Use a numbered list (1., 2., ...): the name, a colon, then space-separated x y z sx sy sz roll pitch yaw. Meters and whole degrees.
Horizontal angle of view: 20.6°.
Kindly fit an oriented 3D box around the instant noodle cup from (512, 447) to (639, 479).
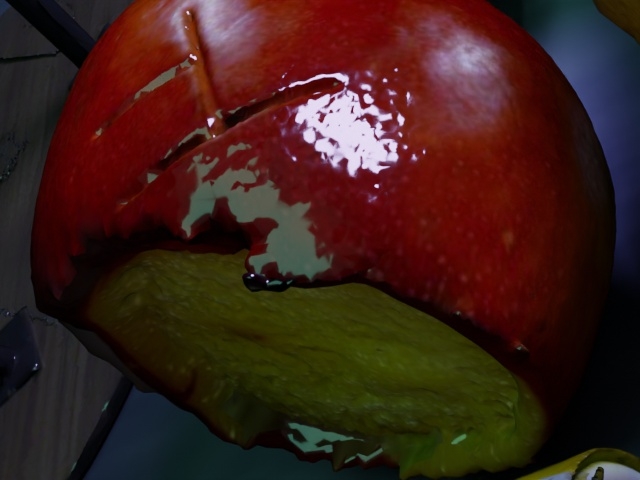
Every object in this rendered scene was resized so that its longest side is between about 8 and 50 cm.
1. instant noodle cup: 0.037 0.190 0.463 0.200 0.264 0.264 -30 51 20

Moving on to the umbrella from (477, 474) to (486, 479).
1. umbrella: 0.077 0.106 0.614 0.083 0.031 0.020 42 134 49

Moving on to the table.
1. table: -0.249 -0.054 0.855 0.317 0.249 0.317 -22 56 37

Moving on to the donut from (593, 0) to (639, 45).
1. donut: 0.168 -0.151 0.488 0.253 0.118 0.254 -7 73 25

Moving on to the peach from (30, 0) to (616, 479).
1. peach: 0.000 0.000 0.626 0.226 0.196 0.190 -124 35 -47
